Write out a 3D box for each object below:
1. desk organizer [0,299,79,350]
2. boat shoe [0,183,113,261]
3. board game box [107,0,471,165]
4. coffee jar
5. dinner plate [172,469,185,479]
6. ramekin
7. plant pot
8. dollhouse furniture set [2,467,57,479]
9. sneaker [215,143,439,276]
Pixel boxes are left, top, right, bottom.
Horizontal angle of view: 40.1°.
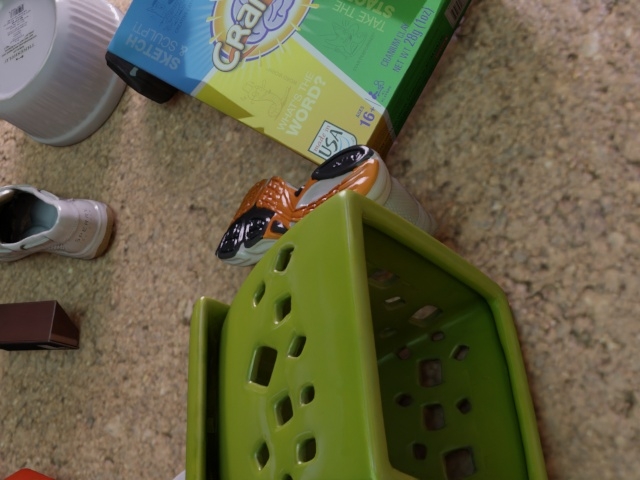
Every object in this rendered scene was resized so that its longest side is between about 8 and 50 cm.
[{"bbox_3d":[-0.351,0.104,1.061,0.130,0.047,0.050,-5,71,32],"label":"desk organizer"},{"bbox_3d":[-0.384,-0.029,1.092,0.277,0.096,0.098,-1,76,34],"label":"boat shoe"},{"bbox_3d":[-0.034,-0.227,0.891,0.316,0.064,0.242,29,93,21],"label":"board game box"},{"bbox_3d":[-0.172,-0.257,1.030,0.096,0.079,0.184,40,100,35],"label":"coffee jar"},{"bbox_3d":[-0.086,0.261,0.805,0.141,0.017,0.141,1,54,-2],"label":"dinner plate"},{"bbox_3d":[-0.352,-0.233,1.125,0.207,0.109,0.207,-11,70,32],"label":"ramekin"},{"bbox_3d":[0.023,0.133,0.684,0.207,0.227,0.228,-29,49,31],"label":"plant pot"},{"bbox_3d":[-0.375,0.305,0.878,0.262,0.259,0.135,7,112,33],"label":"dollhouse furniture set"},{"bbox_3d":[0.000,0.000,0.833,0.262,0.121,0.099,-11,47,54],"label":"sneaker"}]
